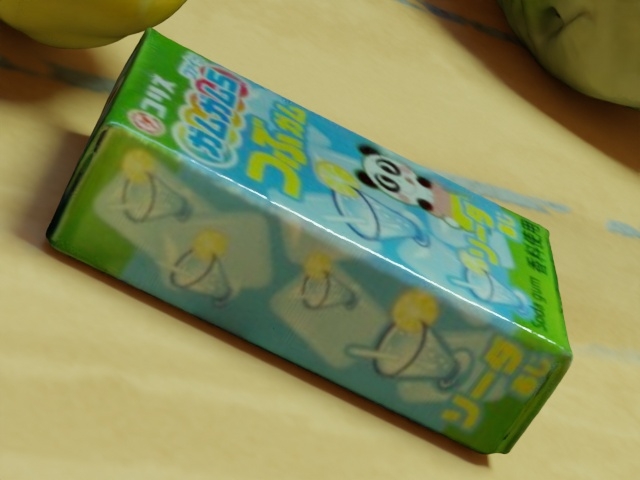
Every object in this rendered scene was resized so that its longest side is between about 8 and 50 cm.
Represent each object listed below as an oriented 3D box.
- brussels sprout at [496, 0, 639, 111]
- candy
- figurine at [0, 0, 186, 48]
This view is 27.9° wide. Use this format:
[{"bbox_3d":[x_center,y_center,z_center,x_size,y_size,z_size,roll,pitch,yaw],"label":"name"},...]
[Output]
[{"bbox_3d":[0.249,-0.238,0.902,0.282,0.289,0.354,16,42,-3],"label":"brussels sprout"},{"bbox_3d":[0.000,0.000,0.504,0.195,0.062,0.097,26,30,-11],"label":"candy"},{"bbox_3d":[-0.128,-0.135,0.506,0.246,0.156,0.131,-15,55,-33],"label":"figurine"}]
